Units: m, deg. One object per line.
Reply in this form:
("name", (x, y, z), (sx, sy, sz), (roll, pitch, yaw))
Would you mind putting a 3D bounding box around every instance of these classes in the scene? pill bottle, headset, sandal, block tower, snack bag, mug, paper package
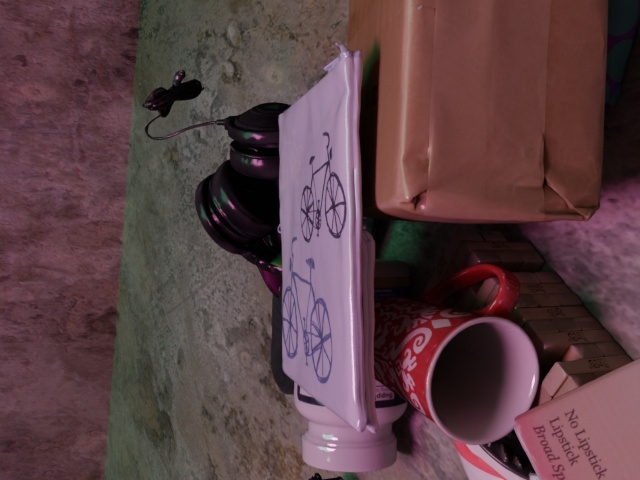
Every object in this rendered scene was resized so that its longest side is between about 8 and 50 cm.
("pill bottle", (0.040, 0.157, 1.003), (0.153, 0.153, 0.264), (2, 91, 63))
("headset", (-0.085, -0.110, 1.128), (0.243, 0.394, 0.185), (-60, -5, 31))
("sandal", (-0.055, 0.032, 1.247), (0.168, 0.107, 0.445), (3, 91, 63))
("block tower", (0.222, 0.126, 0.714), (0.335, 0.091, 0.097), (62, 141, 43))
("snack bag", (0.000, 0.000, 0.805), (0.323, 0.037, 0.342), (175, 93, -77))
("mug", (0.122, 0.101, 0.731), (0.113, 0.150, 0.169), (58, 164, -17))
("paper package", (0.127, -0.170, 0.730), (0.325, 0.168, 0.309), (-175, 87, -84))

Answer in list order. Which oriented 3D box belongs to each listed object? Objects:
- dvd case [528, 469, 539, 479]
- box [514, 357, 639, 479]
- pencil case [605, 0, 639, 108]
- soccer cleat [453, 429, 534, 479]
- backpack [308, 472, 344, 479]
("dvd case", (0.274, 0.254, 0.529), (0.239, 0.030, 0.179), (-7, 81, 27))
("box", (0.263, 0.136, 0.464), (0.232, 0.127, 0.148), (-30, 56, 13))
("pencil case", (0.253, -0.197, 0.695), (0.070, 0.064, 0.151), (18, 109, 23))
("soccer cleat", (0.223, 0.273, 0.720), (0.116, 0.109, 0.318), (84, 161, -46))
("backpack", (0.028, 0.407, 1.091), (0.114, 0.084, 0.105), (-124, 43, -56))
